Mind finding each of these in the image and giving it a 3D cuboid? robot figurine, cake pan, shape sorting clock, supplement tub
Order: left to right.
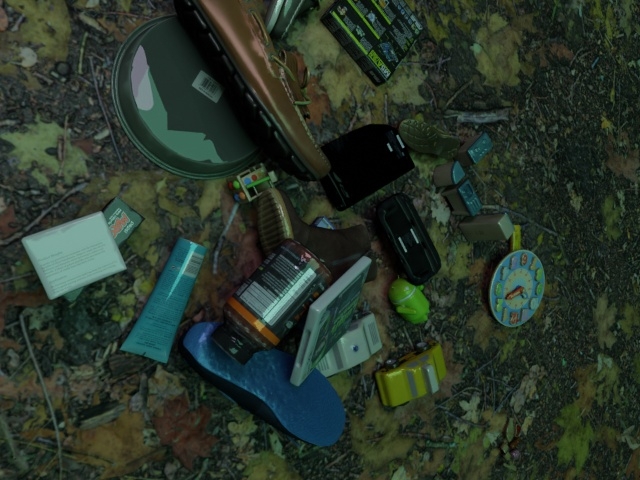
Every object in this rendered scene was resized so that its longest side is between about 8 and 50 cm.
[{"bbox_3d":[-0.203,-0.255,0.832,0.294,0.054,0.292,1,88,-31],"label":"cake pan"},{"bbox_3d":[-0.079,0.098,0.752,0.198,0.106,0.106,-48,112,-11],"label":"supplement tub"},{"bbox_3d":[0.194,0.130,1.055,0.115,0.067,0.101,53,38,-17],"label":"robot figurine"},{"bbox_3d":[0.515,0.126,1.246,0.206,0.040,0.206,-7,105,-27],"label":"shape sorting clock"}]

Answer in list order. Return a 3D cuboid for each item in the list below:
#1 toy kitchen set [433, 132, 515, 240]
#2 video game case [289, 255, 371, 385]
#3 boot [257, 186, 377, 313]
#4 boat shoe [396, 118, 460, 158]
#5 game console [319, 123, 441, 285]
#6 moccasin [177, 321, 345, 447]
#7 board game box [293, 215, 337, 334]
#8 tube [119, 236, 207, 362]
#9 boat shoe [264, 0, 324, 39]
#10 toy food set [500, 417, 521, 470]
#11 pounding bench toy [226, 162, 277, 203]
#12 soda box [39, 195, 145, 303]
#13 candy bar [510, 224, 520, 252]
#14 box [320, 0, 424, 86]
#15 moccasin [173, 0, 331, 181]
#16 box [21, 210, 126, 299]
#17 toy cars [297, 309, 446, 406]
[{"bbox_3d":[0.396,-0.129,1.148,0.166,0.122,0.207,-43,110,-24],"label":"toy kitchen set"},{"bbox_3d":[0.020,0.135,0.826,0.190,0.022,0.173,-38,149,-51],"label":"video game case"},{"bbox_3d":[0.000,0.000,0.904,0.207,0.090,0.248,-24,102,-38],"label":"boot"},{"bbox_3d":[0.238,-0.234,1.094,0.178,0.060,0.064,13,110,-32],"label":"boat shoe"},{"bbox_3d":[0.143,-0.067,1.019,0.213,0.044,0.361,-31,96,-27],"label":"game console"},{"bbox_3d":[-0.098,0.245,0.856,0.342,0.117,0.137,44,56,-18],"label":"moccasin"},{"bbox_3d":[-0.015,0.070,0.950,0.136,0.035,0.201,47,67,-21],"label":"board game box"},{"bbox_3d":[-0.254,0.098,0.803,0.080,0.052,0.206,25,82,-23],"label":"tube"},{"bbox_3d":[-0.020,-0.500,0.913,0.091,0.109,0.304,29,71,-22],"label":"boat shoe"},{"bbox_3d":[0.503,0.536,1.264,0.078,0.019,0.122,32,66,-27],"label":"toy food set"},{"bbox_3d":[-0.122,-0.102,0.860,0.065,0.083,0.052,-33,106,-28],"label":"pounding bench toy"},{"bbox_3d":[-0.351,0.013,0.739,0.060,0.053,0.168,42,69,-23],"label":"soda box"},{"bbox_3d":[0.518,0.037,1.278,0.040,0.018,0.161,5,87,-31],"label":"candy bar"},{"bbox_3d":[0.119,-0.467,1.034,0.191,0.045,0.184,42,72,-24],"label":"box"},{"bbox_3d":[-0.087,-0.273,0.801,0.147,0.139,0.379,-35,97,-18],"label":"moccasin"},{"bbox_3d":[-0.337,0.018,0.657,0.101,0.102,0.087,-25,103,-27],"label":"box"},{"bbox_3d":[0.137,0.254,1.008,0.394,0.087,0.176,27,75,-28],"label":"toy cars"}]
